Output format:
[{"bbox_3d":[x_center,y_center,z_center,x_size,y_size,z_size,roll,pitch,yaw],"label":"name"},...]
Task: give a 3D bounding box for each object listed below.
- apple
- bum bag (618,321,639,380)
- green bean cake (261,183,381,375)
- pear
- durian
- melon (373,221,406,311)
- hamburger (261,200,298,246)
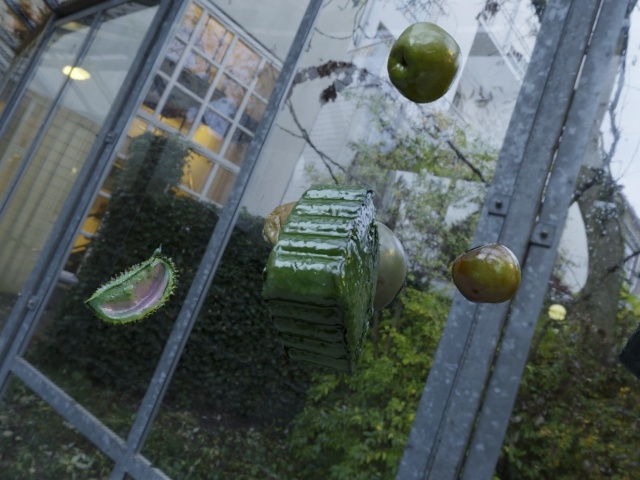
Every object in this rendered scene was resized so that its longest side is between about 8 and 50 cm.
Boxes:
[{"bbox_3d":[0.284,0.060,0.765,0.114,0.101,0.099,-26,-10,38],"label":"apple"},{"bbox_3d":[0.464,0.064,0.509,0.137,0.309,0.074,23,8,20],"label":"bum bag"},{"bbox_3d":[0.013,0.048,0.586,0.113,0.200,0.214,6,-46,17],"label":"green bean cake"},{"bbox_3d":[0.264,-0.453,1.137,0.198,0.198,0.198,21,-9,4],"label":"pear"},{"bbox_3d":[-0.444,0.123,1.087,0.137,0.221,0.095,53,-15,-8],"label":"durian"},{"bbox_3d":[0.115,0.087,1.299,0.269,0.268,0.330,21,-37,6],"label":"melon"},{"bbox_3d":[0.000,0.000,0.800,0.208,0.135,0.155,22,27,-10],"label":"hamburger"}]
